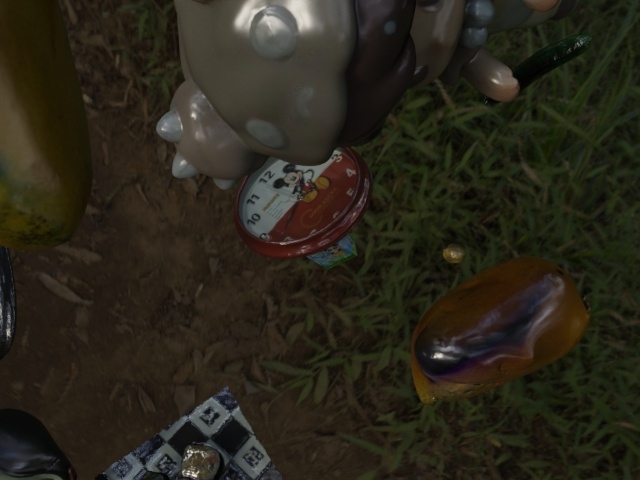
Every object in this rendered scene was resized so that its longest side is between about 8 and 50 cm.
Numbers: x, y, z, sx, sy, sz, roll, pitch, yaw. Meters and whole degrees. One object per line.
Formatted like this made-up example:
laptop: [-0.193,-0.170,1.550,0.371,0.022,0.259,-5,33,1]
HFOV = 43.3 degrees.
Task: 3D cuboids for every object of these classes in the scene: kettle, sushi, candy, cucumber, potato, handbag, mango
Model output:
kettle: [-0.592,0.448,1.498,0.240,0.255,0.165,34,23,-18]
sushi: [-0.238,0.495,1.535,0.320,0.069,0.339,-32,67,-8]
candy: [0.000,0.000,1.984,0.097,0.194,0.062,-25,56,25]
cucumber: [0.286,-0.229,1.073,0.033,0.184,0.036,-16,83,-33]
potato: [0.291,0.028,1.739,0.046,0.092,0.045,-39,85,0]
handbag: [-0.479,0.085,1.106,0.075,0.332,0.191,-7,79,-35]
mango: [-0.280,-0.140,0.639,0.173,0.211,0.317,-24,101,-7]
mango: [0.255,0.126,1.150,0.287,0.201,0.152,-29,113,-24]

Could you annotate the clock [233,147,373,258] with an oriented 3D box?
clock: [-0.039,-0.091,1.744,0.318,0.080,0.318,-13,52,17]

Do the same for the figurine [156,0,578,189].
figurine: [0.047,-0.189,0.611,0.381,0.248,0.203,-23,57,-26]
